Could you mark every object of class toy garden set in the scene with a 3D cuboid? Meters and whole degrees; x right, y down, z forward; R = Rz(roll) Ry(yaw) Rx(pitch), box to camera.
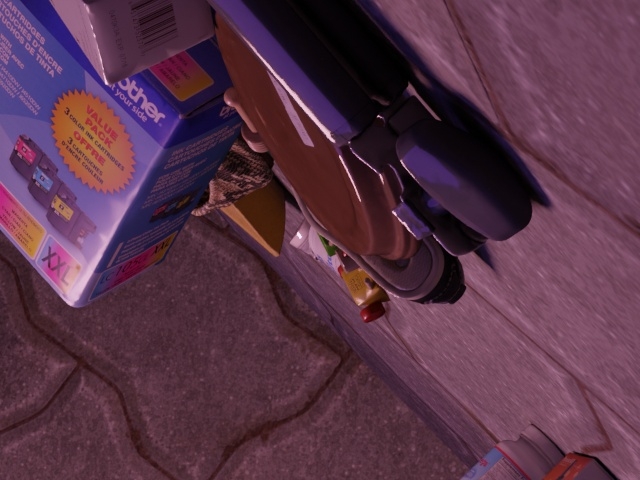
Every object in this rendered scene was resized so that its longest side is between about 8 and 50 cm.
[{"bbox_3d":[0.016,-0.035,1.493,0.203,0.049,0.244,63,177,19],"label":"toy garden set"}]

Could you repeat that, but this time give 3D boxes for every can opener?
[{"bbox_3d":[0.036,-0.110,0.968,0.283,0.076,0.095,48,142,-7],"label":"can opener"}]

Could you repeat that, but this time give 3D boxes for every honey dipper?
[{"bbox_3d":[-0.067,-0.115,1.347,0.030,0.030,0.160,46,178,11],"label":"honey dipper"}]

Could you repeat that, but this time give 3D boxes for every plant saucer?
[{"bbox_3d":[-0.188,-0.157,2.162,0.332,0.081,0.333,51,173,-31],"label":"plant saucer"},{"bbox_3d":[-0.010,-0.097,1.171,0.278,0.041,0.278,55,168,17],"label":"plant saucer"}]

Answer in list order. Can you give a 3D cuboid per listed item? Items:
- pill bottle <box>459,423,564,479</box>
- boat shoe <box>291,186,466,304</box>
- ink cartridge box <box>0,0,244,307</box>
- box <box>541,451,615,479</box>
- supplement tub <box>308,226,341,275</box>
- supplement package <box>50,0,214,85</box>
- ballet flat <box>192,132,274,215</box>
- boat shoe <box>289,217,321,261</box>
[{"bbox_3d":[0.235,0.314,1.834,0.087,0.160,0.087,47,174,6],"label":"pill bottle"},{"bbox_3d":[0.048,-0.025,1.319,0.079,0.084,0.233,13,-150,-51],"label":"boat shoe"},{"bbox_3d":[-0.223,-0.157,1.433,0.270,0.151,0.395,46,134,10],"label":"ink cartridge box"},{"bbox_3d":[0.275,0.339,1.660,0.091,0.170,0.130,46,174,3],"label":"box"},{"bbox_3d":[0.038,0.009,1.659,0.071,0.071,0.107,51,173,-31],"label":"supplement tub"},{"bbox_3d":[-0.178,-0.237,1.177,0.179,0.105,0.105,54,165,29],"label":"supplement package"},{"bbox_3d":[-0.181,-0.144,1.672,0.164,0.182,0.483,46,174,24],"label":"ballet flat"},{"bbox_3d":[0.000,0.000,1.945,0.063,0.066,0.184,33,171,5],"label":"boat shoe"}]
